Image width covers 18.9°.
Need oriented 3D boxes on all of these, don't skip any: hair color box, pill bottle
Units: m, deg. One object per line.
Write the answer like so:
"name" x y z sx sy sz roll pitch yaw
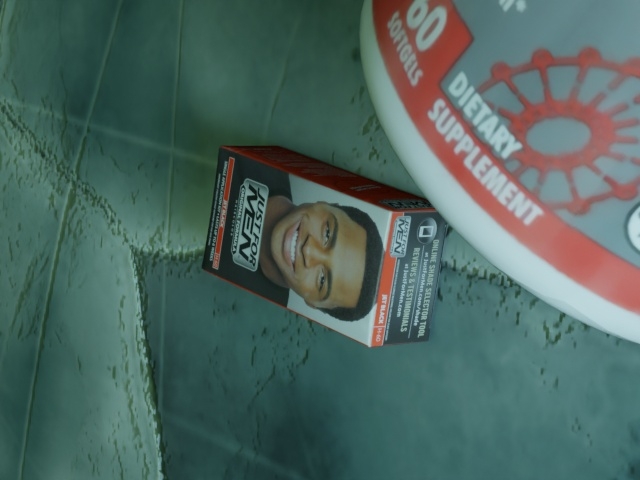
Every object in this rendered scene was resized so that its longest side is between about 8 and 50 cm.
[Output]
"hair color box" 0.000 0.000 0.988 0.141 0.043 0.072 21 107 47
"pill bottle" 0.185 -0.145 0.632 0.363 0.210 0.210 -52 55 38
